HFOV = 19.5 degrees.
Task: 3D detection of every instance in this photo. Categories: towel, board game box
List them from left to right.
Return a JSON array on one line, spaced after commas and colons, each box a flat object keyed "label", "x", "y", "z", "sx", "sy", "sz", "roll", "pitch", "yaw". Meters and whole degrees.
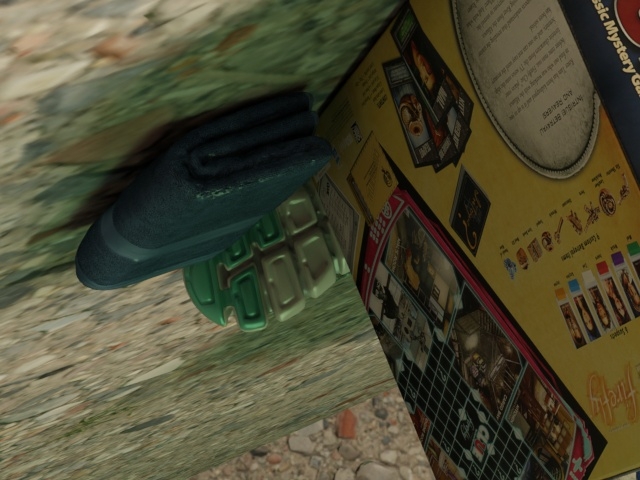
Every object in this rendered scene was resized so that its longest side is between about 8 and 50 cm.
[{"label": "towel", "x": -0.046, "y": -0.015, "z": 0.671, "sx": 0.067, "sy": 0.029, "sz": 0.119, "roll": -19, "pitch": 171, "yaw": -29}, {"label": "board game box", "x": 0.067, "y": 0.000, "z": 0.603, "sx": 0.042, "sy": 0.165, "sz": 0.243, "roll": -19, "pitch": 171, "yaw": -18}]

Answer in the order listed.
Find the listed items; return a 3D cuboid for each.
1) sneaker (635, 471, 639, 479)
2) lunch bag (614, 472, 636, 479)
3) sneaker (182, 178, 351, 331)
[{"label": "sneaker", "x": 0.193, "y": -0.022, "z": 0.632, "sx": 0.236, "sy": 0.323, "sz": 0.130, "roll": -8, "pitch": -145, "yaw": -1}, {"label": "lunch bag", "x": 0.214, "y": 0.043, "z": 1.194, "sx": 0.256, "sy": 0.212, "sz": 0.305, "roll": -43, "pitch": 167, "yaw": 16}, {"label": "sneaker", "x": 0.013, "y": -0.014, "z": 0.792, "sx": 0.166, "sy": 0.065, "sz": 0.076, "roll": -18, "pitch": -173, "yaw": -15}]
